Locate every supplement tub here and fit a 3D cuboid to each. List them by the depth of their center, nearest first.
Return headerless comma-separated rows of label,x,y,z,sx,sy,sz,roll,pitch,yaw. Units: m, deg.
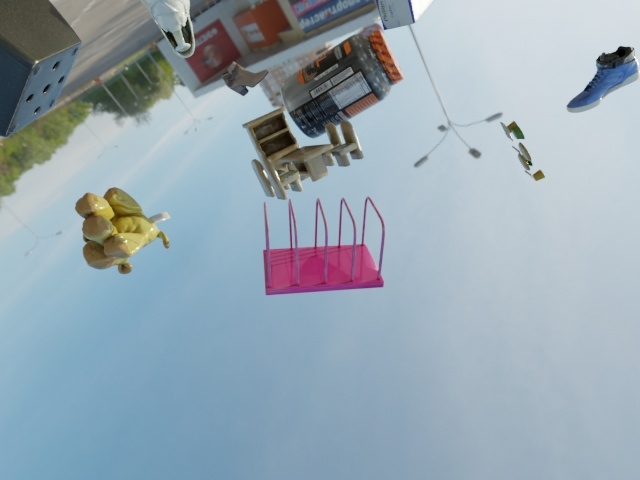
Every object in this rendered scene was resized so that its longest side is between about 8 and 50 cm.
supplement tub,0.065,-0.473,1.342,0.338,0.207,0.207,-25,-149,21

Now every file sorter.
file sorter,0.000,0.000,1.122,0.291,0.182,0.202,-3,-152,-8

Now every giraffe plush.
giraffe plush,-0.470,-0.003,1.010,0.171,0.181,0.210,-36,164,24

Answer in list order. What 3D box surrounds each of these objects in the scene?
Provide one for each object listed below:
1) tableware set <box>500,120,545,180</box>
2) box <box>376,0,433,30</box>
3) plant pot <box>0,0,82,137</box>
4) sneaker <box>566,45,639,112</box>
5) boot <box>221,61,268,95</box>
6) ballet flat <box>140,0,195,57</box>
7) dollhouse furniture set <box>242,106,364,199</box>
tableware set,0.452,-0.198,0.978,0.024,0.154,0.104,-31,-158,16
box,0.162,-0.501,0.854,0.072,0.126,0.137,9,-128,36
plant pot,-0.439,-0.249,0.579,0.188,0.167,0.187,-43,-157,28
sneaker,0.562,-0.329,0.895,0.152,0.084,0.058,-30,-149,11
boot,-0.218,-0.471,1.260,0.119,0.087,0.042,-37,-152,16
ballet flat,-0.455,-0.686,1.375,0.139,0.139,0.400,-36,-177,-5
dollhouse furniture set,-0.066,-0.218,1.015,0.212,0.160,0.242,-30,-159,-19
